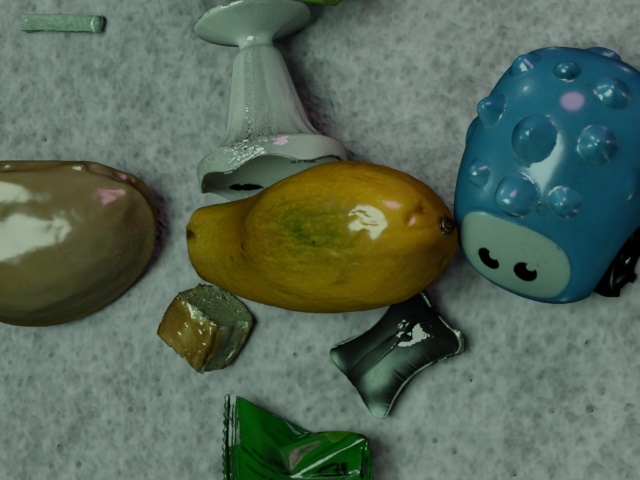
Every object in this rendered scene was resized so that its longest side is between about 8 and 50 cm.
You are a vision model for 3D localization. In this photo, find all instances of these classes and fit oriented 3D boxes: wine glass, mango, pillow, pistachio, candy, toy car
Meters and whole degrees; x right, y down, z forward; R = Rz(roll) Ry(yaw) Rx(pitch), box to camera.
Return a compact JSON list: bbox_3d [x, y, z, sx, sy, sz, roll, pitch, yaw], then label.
[{"bbox_3d":[-0.060,-0.148,1.756,0.165,0.165,0.196,-17,71,27],"label":"wine glass"},{"bbox_3d":[0.002,0.002,1.677,0.359,0.187,0.144,-11,61,55],"label":"mango"},{"bbox_3d":[0.079,0.114,1.712,0.091,0.055,0.136,42,113,-9],"label":"pillow"},{"bbox_3d":[-0.312,0.005,1.888,0.261,0.163,0.212,-1,126,11],"label":"pistachio"},{"bbox_3d":[-0.029,0.252,1.751,0.203,0.078,0.141,10,91,35],"label":"candy"},{"bbox_3d":[0.221,-0.066,1.568,0.188,0.190,0.255,24,100,27],"label":"toy car"}]

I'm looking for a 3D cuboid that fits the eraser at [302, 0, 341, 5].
[{"bbox_3d":[-0.064,-0.354,1.750,0.274,0.092,0.210,15,57,29],"label":"eraser"}]

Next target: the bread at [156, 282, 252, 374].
[{"bbox_3d":[-0.127,0.098,1.819,0.083,0.077,0.070,40,117,25],"label":"bread"}]

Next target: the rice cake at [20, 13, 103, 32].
[{"bbox_3d":[-0.312,-0.261,1.972,0.121,0.021,0.022,5,94,31],"label":"rice cake"}]
